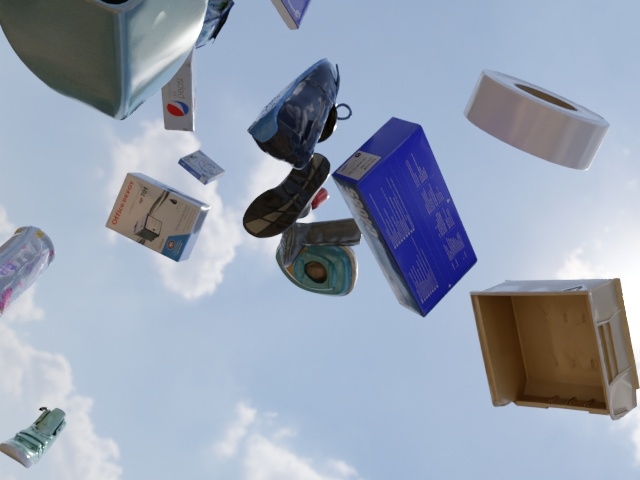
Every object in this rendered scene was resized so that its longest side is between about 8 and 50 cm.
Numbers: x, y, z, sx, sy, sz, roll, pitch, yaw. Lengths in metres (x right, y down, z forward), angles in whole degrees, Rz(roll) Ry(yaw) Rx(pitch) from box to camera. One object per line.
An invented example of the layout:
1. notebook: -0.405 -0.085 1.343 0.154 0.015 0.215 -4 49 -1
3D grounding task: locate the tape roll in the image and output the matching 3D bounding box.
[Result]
1. tape roll: 0.442 -0.250 1.733 0.286 0.286 0.100 43 -62 44

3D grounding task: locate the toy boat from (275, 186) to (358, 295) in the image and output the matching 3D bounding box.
1. toy boat: -0.029 0.010 2.366 0.267 0.148 0.318 10 -64 31

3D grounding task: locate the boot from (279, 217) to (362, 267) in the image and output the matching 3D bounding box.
1. boot: 0.000 0.003 2.267 0.190 0.208 0.076 109 -31 -57

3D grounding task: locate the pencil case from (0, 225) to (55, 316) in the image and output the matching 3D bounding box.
1. pencil case: -0.708 0.073 1.895 0.113 0.273 0.124 4 -61 15

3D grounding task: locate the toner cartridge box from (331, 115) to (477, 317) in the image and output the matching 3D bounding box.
1. toner cartridge box: 0.160 -0.036 1.527 0.075 0.165 0.348 28 -25 48

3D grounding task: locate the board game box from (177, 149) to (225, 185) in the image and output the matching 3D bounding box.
1. board game box: -0.294 -0.182 2.097 0.090 0.090 0.020 40 -58 7

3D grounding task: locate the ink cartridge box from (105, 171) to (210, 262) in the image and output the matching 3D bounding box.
1. ink cartridge box: -0.366 -0.054 1.906 0.190 0.082 0.140 25 -82 6

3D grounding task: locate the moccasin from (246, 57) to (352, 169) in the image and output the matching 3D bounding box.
1. moccasin: -0.032 -0.210 1.463 0.137 0.342 0.117 -36 -76 33

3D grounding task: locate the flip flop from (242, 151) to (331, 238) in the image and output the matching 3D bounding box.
1. flip flop: -0.080 -0.106 2.088 0.112 0.277 0.080 39 -21 3

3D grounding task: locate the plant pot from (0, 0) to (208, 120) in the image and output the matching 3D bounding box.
1. plant pot: -0.322 -0.333 1.274 0.248 0.247 0.252 25 -41 13

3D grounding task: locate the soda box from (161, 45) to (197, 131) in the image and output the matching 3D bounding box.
1. soda box: -0.303 -0.331 1.811 0.216 0.069 0.074 99 -7 -55

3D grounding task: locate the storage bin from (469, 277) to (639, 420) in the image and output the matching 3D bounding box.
1. storage bin: 0.449 0.207 1.625 0.262 0.123 0.260 -5 -80 48

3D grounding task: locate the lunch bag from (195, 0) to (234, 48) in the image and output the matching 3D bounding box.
1. lunch bag: -0.324 -0.627 2.427 0.096 0.151 0.129 51 -40 4

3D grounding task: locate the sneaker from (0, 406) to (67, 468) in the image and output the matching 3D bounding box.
1. sneaker: -0.699 0.471 2.077 0.094 0.151 0.256 35 -14 -1

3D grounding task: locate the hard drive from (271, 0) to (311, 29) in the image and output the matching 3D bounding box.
1. hard drive: -0.067 -0.799 2.439 0.040 0.319 0.210 4 -30 32
